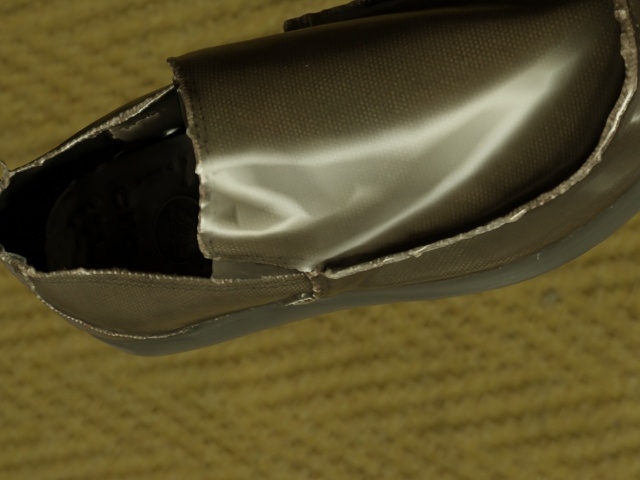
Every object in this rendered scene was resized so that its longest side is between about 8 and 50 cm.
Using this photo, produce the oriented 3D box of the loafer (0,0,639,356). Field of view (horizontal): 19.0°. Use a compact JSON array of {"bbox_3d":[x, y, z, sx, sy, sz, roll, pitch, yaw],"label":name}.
[{"bbox_3d":[-0.002,-0.019,0.499,0.220,0.078,0.080,-24,70,32],"label":"loafer"}]
